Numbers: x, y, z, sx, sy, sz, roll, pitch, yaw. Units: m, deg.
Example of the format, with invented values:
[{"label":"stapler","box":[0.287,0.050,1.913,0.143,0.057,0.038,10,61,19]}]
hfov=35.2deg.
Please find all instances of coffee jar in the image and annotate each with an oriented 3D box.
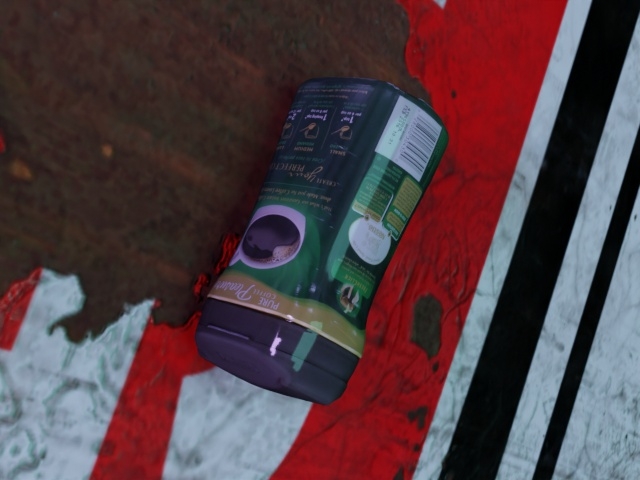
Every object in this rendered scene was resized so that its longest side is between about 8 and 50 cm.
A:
[{"label":"coffee jar","box":[0.000,0.000,0.591,0.079,0.096,0.184,35,74,-43]}]
